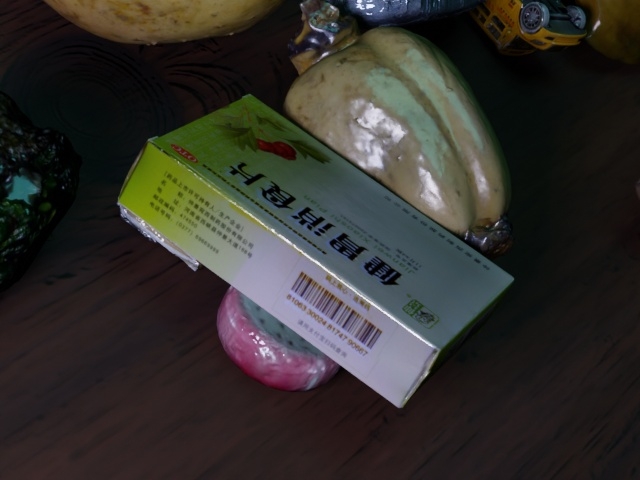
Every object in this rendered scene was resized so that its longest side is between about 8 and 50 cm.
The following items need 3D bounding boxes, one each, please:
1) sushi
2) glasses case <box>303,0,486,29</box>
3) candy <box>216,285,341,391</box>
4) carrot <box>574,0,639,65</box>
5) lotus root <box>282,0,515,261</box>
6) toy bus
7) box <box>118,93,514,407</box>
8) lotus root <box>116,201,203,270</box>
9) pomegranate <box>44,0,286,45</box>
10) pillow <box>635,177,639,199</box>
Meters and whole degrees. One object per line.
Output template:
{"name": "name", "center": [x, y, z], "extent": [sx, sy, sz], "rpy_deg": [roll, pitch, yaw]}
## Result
{"name": "sushi", "center": [-0.254, -0.016, 1.237], "extent": [0.127, 0.124, 0.225], "rpy_deg": [36, 39, 6]}
{"name": "glasses case", "center": [0.074, -0.227, 1.662], "extent": [0.109, 0.067, 0.282], "rpy_deg": [4, 11, 22]}
{"name": "candy", "center": [-0.027, 0.066, 1.365], "extent": [0.103, 0.043, 0.103], "rpy_deg": [18, 38, -14]}
{"name": "carrot", "center": [0.373, -0.346, 1.900], "extent": [0.241, 0.340, 0.241], "rpy_deg": [52, 6, -8]}
{"name": "lotus root", "center": [0.058, -0.080, 1.502], "extent": [0.154, 0.140, 0.257], "rpy_deg": [-30, 72, -15]}
{"name": "toy bus", "center": [0.183, -0.234, 1.796], "extent": [0.069, 0.074, 0.162], "rpy_deg": [-3, 48, -45]}
{"name": "box", "center": [0.001, 0.001, 1.374], "extent": [0.260, 0.062, 0.175], "rpy_deg": [36, 27, 10]}
{"name": "lotus root", "center": [-0.112, -0.016, 1.400], "extent": [0.083, 0.037, 0.030], "rpy_deg": [36, 35, 6]}
{"name": "pomegranate", "center": [-0.123, -0.291, 1.513], "extent": [0.281, 0.281, 0.281], "rpy_deg": [18, 41, -16]}
{"name": "pillow", "center": [0.461, -0.026, 1.729], "extent": [0.305, 0.108, 0.308], "rpy_deg": [37, 39, 5]}
